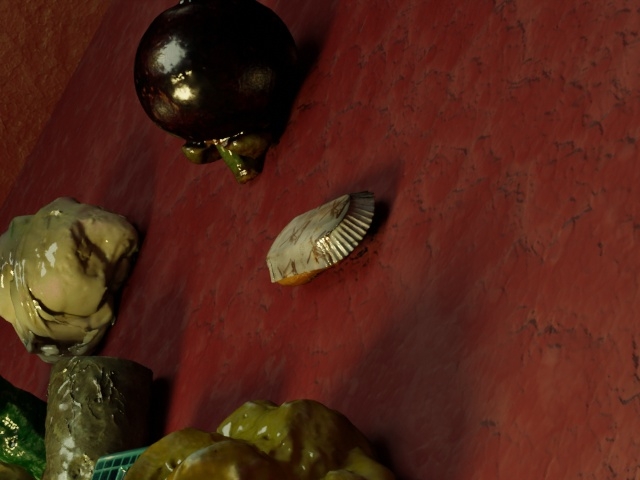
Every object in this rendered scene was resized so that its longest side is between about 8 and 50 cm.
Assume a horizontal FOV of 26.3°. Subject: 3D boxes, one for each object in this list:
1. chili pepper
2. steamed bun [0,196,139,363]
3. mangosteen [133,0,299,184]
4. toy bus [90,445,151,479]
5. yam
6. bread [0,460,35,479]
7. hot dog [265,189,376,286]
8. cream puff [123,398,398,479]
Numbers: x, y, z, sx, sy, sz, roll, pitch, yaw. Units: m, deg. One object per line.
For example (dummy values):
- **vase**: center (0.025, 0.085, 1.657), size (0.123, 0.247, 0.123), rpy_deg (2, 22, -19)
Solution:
- **chili pepper**: center (-0.417, 0.265, 1.910), size (0.099, 0.270, 0.136), rpy_deg (-40, 30, 32)
- **steamed bun**: center (-0.446, 0.051, 2.263), size (0.268, 0.207, 0.280), rpy_deg (-66, 21, 2)
- **mangosteen**: center (-0.135, -0.203, 1.863), size (0.228, 0.228, 0.265), rpy_deg (14, 118, 66)
- **toy bus**: center (-0.182, 0.307, 1.555), size (0.256, 0.128, 0.147), rpy_deg (-25, 45, 60)
- **yam**: center (-0.300, 0.259, 1.833), size (0.154, 0.154, 0.254), rpy_deg (-44, 34, 42)
- **bread**: center (-0.515, 0.374, 2.040), size (0.320, 0.237, 0.320), rpy_deg (-165, 90, -71)
- **hot dog**: center (0.000, 0.000, 1.543), size (0.108, 0.059, 0.191), rpy_deg (-61, 16, -23)
- **cream puff**: center (-0.093, 0.284, 1.235), size (0.291, 0.257, 0.324), rpy_deg (-20, 50, 54)
